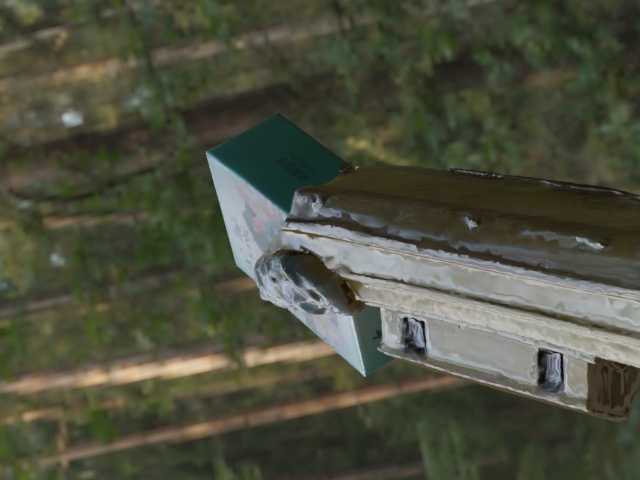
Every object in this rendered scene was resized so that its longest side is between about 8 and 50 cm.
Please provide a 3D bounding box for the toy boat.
[{"bbox_3d":[0.146,0.047,1.230,0.136,0.445,0.162,-32,-57,-44],"label":"toy boat"}]

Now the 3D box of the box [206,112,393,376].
[{"bbox_3d":[0.000,0.000,1.691,0.245,0.092,0.153,37,150,46],"label":"box"}]
